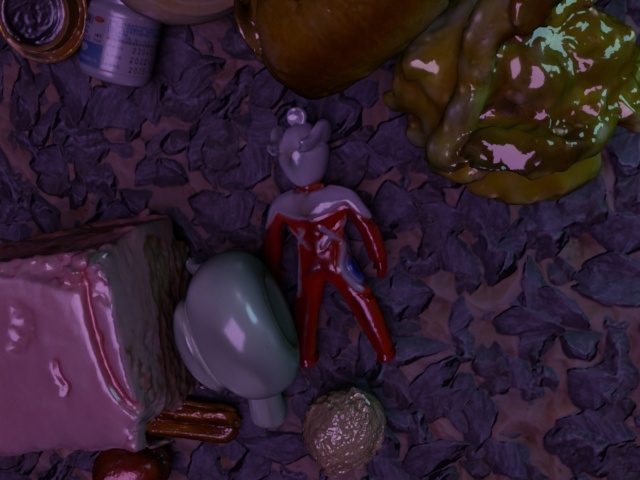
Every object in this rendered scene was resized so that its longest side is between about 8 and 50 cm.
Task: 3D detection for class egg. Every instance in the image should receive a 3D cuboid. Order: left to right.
[{"bbox_3d":[0.035,0.283,1.159,0.140,0.116,0.118,-51,62,17],"label":"egg"}]

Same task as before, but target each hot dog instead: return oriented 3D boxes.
[{"bbox_3d":[-0.207,0.287,1.244,0.165,0.045,0.071,3,103,10],"label":"hot dog"}]

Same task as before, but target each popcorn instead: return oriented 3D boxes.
[{"bbox_3d":[0.244,-0.206,0.926,0.290,0.321,0.326,-6,78,53],"label":"popcorn"}]

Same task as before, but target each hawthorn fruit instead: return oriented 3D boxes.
[{"bbox_3d":[-0.303,0.371,1.246,0.128,0.128,0.128,3,105,10],"label":"hawthorn fruit"}]

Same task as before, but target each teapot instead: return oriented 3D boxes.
[{"bbox_3d":[-0.099,0.165,1.083,0.149,0.220,0.318,-21,109,8],"label":"teapot"}]

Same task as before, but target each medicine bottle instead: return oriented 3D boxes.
[{"bbox_3d":[-0.272,-0.307,1.075,0.105,0.105,0.168,18,107,6],"label":"medicine bottle"}]

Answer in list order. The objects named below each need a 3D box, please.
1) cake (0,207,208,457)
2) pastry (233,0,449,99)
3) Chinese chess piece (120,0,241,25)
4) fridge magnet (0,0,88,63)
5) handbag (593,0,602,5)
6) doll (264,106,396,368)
[{"bbox_3d":[-0.347,0.123,1.094,0.314,0.307,0.293,-10,100,13],"label":"cake"},{"bbox_3d":[0.045,-0.312,0.879,0.356,0.356,0.164,-41,112,18],"label":"pastry"},{"bbox_3d":[-0.172,-0.398,0.971,0.250,0.097,0.251,-11,112,-27],"label":"Chinese chess piece"},{"bbox_3d":[-0.404,-0.328,1.117,0.143,0.063,0.143,2,103,7],"label":"fridge magnet"},{"bbox_3d":[0.369,-0.416,0.912,0.213,0.127,0.235,-16,100,44],"label":"handbag"},{"bbox_3d":[0.000,0.000,1.109,0.188,0.099,0.384,-5,107,20],"label":"doll"}]
